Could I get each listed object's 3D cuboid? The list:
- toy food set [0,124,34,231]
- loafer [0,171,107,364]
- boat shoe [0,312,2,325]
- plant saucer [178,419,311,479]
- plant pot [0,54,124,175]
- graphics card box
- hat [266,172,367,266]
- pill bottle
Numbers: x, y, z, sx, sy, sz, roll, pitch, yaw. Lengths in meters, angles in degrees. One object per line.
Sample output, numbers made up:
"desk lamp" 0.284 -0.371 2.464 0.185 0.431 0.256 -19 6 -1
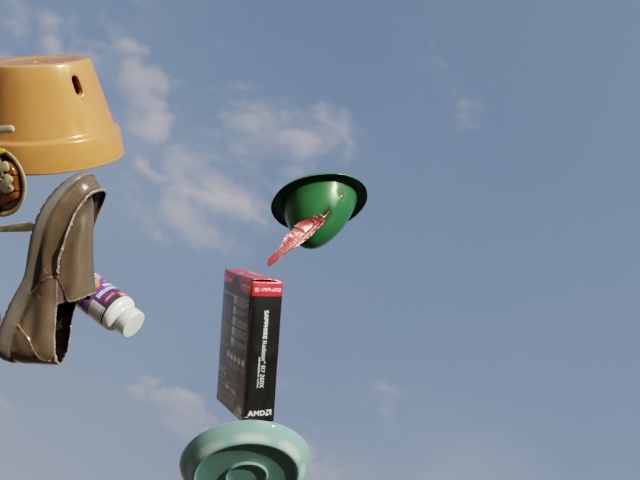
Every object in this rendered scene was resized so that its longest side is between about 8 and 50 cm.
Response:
"toy food set" -0.564 -0.098 1.295 0.132 0.038 0.192 -4 -78 19
"loafer" -0.449 0.059 1.354 0.130 0.134 0.366 20 -86 5
"boat shoe" -0.897 0.267 1.783 0.355 0.132 0.130 -36 -98 12
"plant saucer" -0.178 0.550 1.808 0.318 0.043 0.317 -4 -53 -6
"plant pot" -0.558 -0.265 1.536 0.291 0.291 0.203 5 -70 19
"graphics card box" -0.191 0.270 1.998 0.094 0.371 0.233 3 3 -26
"hat" 0.000 0.000 1.360 0.208 0.183 0.173 -8 -35 -5
"pill bottle" -0.582 0.181 2.078 0.193 0.108 0.108 32 -39 19
